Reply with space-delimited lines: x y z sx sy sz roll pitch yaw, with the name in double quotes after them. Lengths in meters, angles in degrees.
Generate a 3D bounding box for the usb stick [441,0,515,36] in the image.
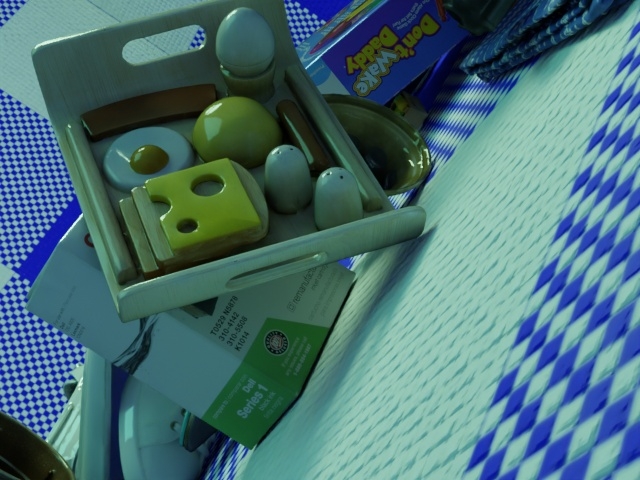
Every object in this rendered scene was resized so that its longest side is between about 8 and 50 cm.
0.178 -0.258 0.798 0.278 0.045 0.077 -53 -4 9 "usb stick"

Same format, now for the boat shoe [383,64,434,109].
0.092 -0.227 1.520 0.301 0.108 0.102 -50 2 -16 "boat shoe"

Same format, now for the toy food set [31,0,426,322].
-0.082 -0.080 0.887 0.306 0.219 0.092 -119 18 -44 "toy food set"

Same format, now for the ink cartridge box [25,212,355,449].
-0.103 0.040 0.964 0.092 0.219 0.160 -53 6 42 "ink cartridge box"

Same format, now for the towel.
0.203 -0.235 0.823 0.243 0.040 0.336 -56 5 -4 "towel"

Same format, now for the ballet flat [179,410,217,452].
-0.081 0.108 1.114 0.074 0.074 0.203 130 155 -54 "ballet flat"

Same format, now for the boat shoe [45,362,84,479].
-0.263 0.177 1.395 0.258 0.084 0.095 -71 -11 -50 "boat shoe"

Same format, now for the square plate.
-0.201 0.165 1.316 0.344 0.049 0.347 -65 -15 -65 "square plate"

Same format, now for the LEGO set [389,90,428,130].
0.003 -0.073 1.311 0.132 0.107 0.287 -60 6 -32 "LEGO set"

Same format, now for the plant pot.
-0.361 0.268 1.179 0.165 0.167 0.167 -55 5 2 "plant pot"

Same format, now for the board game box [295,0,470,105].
0.073 -0.233 1.297 0.233 0.078 0.347 -39 11 3 "board game box"

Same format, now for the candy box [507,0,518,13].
0.178 -0.299 1.067 0.187 0.109 0.053 -56 3 17 "candy box"

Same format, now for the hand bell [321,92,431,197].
0.000 0.000 1.059 0.126 0.126 0.242 -62 -4 -49 "hand bell"

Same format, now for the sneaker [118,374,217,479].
-0.114 0.135 1.174 0.123 0.106 0.290 -12 48 28 "sneaker"
